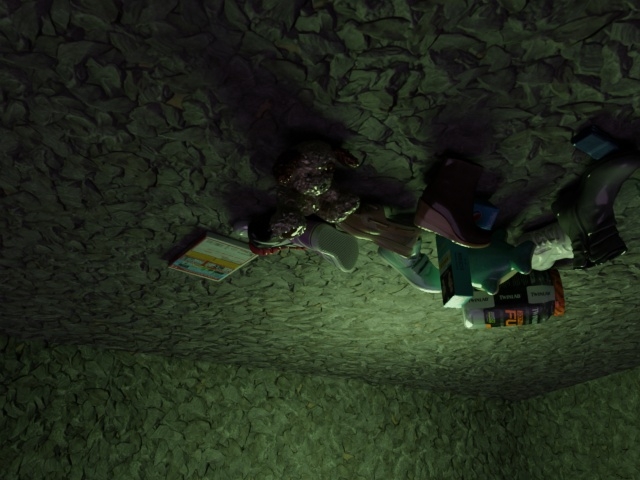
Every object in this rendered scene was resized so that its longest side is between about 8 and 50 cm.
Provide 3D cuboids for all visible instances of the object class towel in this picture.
[{"bbox_3d":[0.674,-0.238,1.433,0.119,0.029,0.067,18,147,-31],"label":"towel"}]

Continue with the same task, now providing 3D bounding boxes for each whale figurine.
[{"bbox_3d":[0.528,0.056,1.794,0.141,0.216,0.272,22,165,-22],"label":"whale figurine"}]

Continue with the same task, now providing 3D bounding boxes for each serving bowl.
[{"bbox_3d":[-0.231,-0.032,1.816,0.083,0.027,0.083,-1,153,0],"label":"serving bowl"}]

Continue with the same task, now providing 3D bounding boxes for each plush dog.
[{"bbox_3d":[-0.031,-0.157,1.472,0.262,0.211,0.225,-17,146,-31],"label":"plush dog"}]

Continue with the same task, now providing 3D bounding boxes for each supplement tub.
[{"bbox_3d":[0.667,0.198,2.057,0.337,0.207,0.207,-8,151,13],"label":"supplement tub"}]

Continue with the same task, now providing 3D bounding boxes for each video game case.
[{"bbox_3d":[-0.365,0.060,1.989,0.204,0.025,0.285,20,145,-33],"label":"video game case"}]

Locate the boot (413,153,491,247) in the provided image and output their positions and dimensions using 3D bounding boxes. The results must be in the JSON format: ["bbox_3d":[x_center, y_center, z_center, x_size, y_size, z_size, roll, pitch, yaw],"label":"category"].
[{"bbox_3d":[0.385,-0.098,1.537,0.248,0.090,0.207,17,112,-18],"label":"boot"}]

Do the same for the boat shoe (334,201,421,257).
[{"bbox_3d":[0.137,-0.060,1.689,0.341,0.110,0.121,23,-172,-25],"label":"boat shoe"}]

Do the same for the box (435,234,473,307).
[{"bbox_3d":[0.407,0.076,1.788,0.060,0.244,0.100,5,151,-9],"label":"box"}]

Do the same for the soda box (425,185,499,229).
[{"bbox_3d":[0.389,-0.091,1.637,0.210,0.071,0.067,12,113,-20],"label":"soda box"}]

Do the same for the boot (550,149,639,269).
[{"bbox_3d":[0.756,-0.068,1.532,0.118,0.223,0.338,-7,155,-11],"label":"boot"}]

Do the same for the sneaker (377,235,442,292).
[{"bbox_3d":[0.310,0.063,1.837,0.255,0.094,0.151,33,149,4],"label":"sneaker"}]

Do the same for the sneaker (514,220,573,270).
[{"bbox_3d":[0.701,0.012,1.807,0.152,0.114,0.305,7,151,-15],"label":"sneaker"}]

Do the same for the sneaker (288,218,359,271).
[{"bbox_3d":[0.000,-0.001,1.679,0.161,0.102,0.282,17,167,34],"label":"sneaker"}]

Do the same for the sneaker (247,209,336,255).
[{"bbox_3d":[-0.094,-0.033,1.740,0.275,0.098,0.135,-10,144,9],"label":"sneaker"}]
